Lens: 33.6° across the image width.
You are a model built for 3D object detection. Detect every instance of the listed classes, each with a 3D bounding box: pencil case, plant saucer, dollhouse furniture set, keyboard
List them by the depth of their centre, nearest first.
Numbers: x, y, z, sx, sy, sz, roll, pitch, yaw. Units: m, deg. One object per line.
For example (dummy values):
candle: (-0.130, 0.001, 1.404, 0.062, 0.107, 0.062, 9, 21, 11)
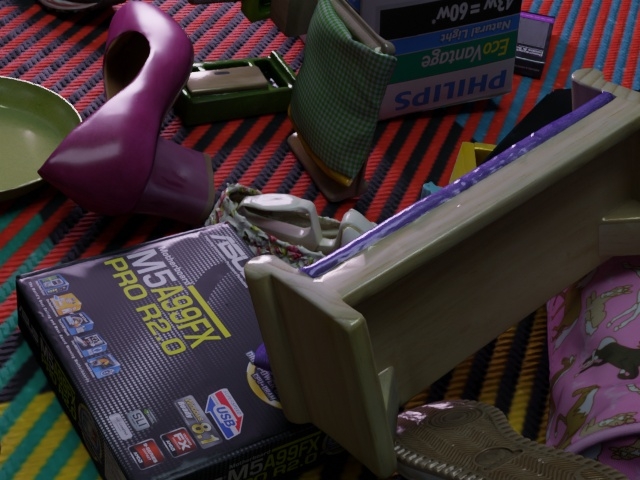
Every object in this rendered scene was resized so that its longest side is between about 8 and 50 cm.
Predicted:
pencil case: (0.276, 0.090, 0.929, 0.160, 0.167, 0.386, 25, 35, -9)
plant saucer: (-0.380, -0.106, 1.152, 0.241, 0.037, 0.241, 6, 37, -5)
dollhouse furniture set: (-0.059, -0.192, 1.195, 0.151, 0.197, 0.301, -9, 40, -24)
keyboard: (0.304, -0.104, 1.211, 0.202, 0.033, 0.317, 7, 33, 32)

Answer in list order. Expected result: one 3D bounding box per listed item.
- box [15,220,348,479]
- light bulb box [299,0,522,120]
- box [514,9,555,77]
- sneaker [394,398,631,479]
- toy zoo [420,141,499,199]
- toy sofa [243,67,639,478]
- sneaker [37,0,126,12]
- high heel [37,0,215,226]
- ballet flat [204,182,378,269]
box: (-0.115, 0.103, 0.914, 0.216, 0.060, 0.270, -16, 44, -28)
light bulb box: (0.087, -0.402, 1.349, 0.225, 0.361, 0.358, -14, 42, -15)
box: (0.272, -0.292, 1.529, 0.116, 0.029, 0.162, 14, 36, 9)
sneaker: (0.138, 0.222, 0.793, 0.099, 0.153, 0.282, -19, 14, -21)
toy zoo: (0.260, -0.038, 1.194, 0.293, 0.030, 0.192, 8, 37, -1)
toy sofa: (0.112, 0.003, 0.840, 0.363, 0.150, 0.177, -30, 39, -24)
sneaker: (-0.368, -0.398, 1.478, 0.100, 0.108, 0.271, -23, 49, -37)
high heel: (-0.232, -0.172, 1.156, 0.181, 0.127, 0.377, 16, 32, -34)
ballet flat: (0.000, 0.000, 1.057, 0.241, 0.077, 0.091, 13, 37, 4)
